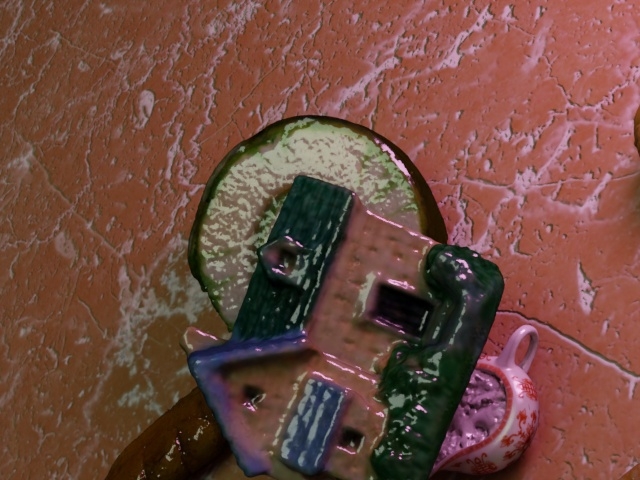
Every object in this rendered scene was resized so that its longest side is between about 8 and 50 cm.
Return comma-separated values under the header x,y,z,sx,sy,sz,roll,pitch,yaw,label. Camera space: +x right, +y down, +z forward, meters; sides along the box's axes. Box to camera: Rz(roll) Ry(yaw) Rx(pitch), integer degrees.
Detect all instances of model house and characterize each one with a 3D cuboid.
x,y,z,sx,sy,sz,roll,pitch,yaw,label
0.003,0.133,1.720,0.342,0.334,0.382,25,85,-3,model house

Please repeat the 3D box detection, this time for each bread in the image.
x,y,z,sx,sy,sz,roll,pitch,yaw,label
-0.241,0.342,2.040,0.344,0.084,0.124,-42,27,9,bread
0.000,0.000,1.964,0.381,0.129,0.366,9,91,16,bread

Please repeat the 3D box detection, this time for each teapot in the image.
x,y,z,sx,sy,sz,roll,pitch,yaw,label
0.222,0.222,1.760,0.159,0.116,0.246,19,80,53,teapot

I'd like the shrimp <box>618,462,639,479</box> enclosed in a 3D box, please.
x,y,z,sx,sy,sz,roll,pitch,yaw,label
0.424,0.344,1.582,0.185,0.068,0.287,28,80,43,shrimp

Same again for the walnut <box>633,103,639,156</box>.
x,y,z,sx,sy,sz,roll,pitch,yaw,label
0.510,-0.162,1.739,0.206,0.159,0.159,-24,54,31,walnut
